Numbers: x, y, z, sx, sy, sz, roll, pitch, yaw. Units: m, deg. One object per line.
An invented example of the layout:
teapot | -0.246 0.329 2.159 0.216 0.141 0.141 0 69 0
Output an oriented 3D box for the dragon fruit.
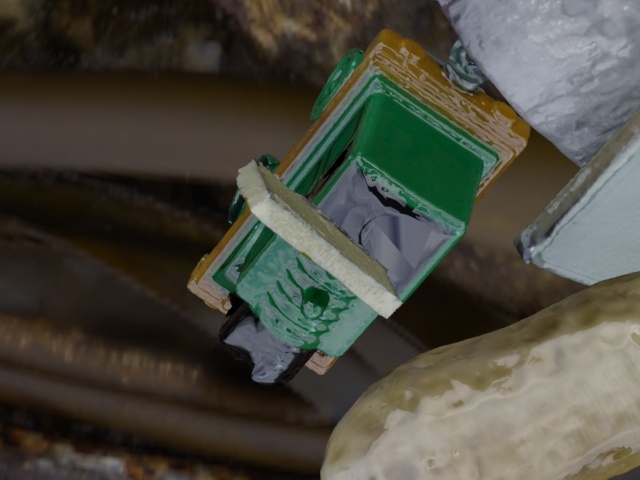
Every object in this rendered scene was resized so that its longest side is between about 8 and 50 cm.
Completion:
dragon fruit | 0.190 -0.207 1.228 0.221 0.283 0.204 -31 145 20

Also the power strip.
power strip | 0.248 -0.040 1.159 0.198 0.064 0.213 21 132 -26

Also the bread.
bread | 0.000 0.000 1.460 0.154 0.068 0.028 38 102 -26

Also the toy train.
toy train | 0.027 -0.011 1.762 0.178 0.249 0.429 33 123 -10

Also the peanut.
peanut | 0.097 0.073 0.838 0.214 0.099 0.099 -27 107 -5
